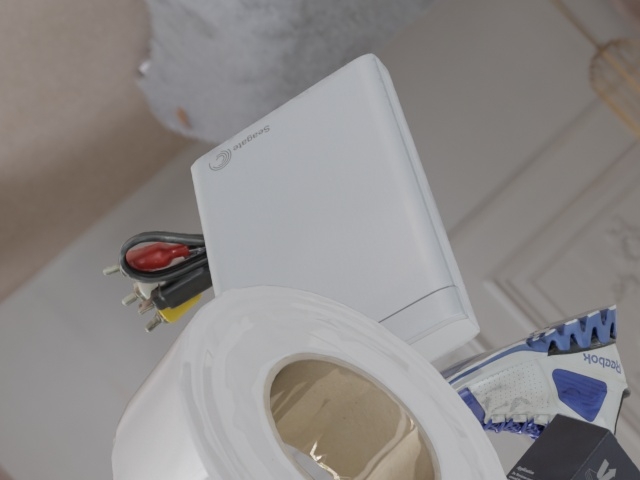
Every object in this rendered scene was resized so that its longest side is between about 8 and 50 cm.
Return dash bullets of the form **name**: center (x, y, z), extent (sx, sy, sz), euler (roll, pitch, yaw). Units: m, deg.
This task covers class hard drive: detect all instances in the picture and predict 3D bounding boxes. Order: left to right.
- **hard drive**: center (0.000, 0.000, 1.359), extent (0.233, 0.353, 0.047), euler (-31, 135, 16)

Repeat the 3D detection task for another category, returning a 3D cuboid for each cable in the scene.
- **cable**: center (-0.120, 0.003, 1.658), extent (0.287, 0.139, 0.072), euler (-29, -148, 8)

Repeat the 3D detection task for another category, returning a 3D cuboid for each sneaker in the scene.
- **sneaker**: center (0.275, 0.209, 1.774), extent (0.315, 0.182, 0.127), euler (-19, 175, -25)

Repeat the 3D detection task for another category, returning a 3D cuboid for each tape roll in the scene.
- **tape roll**: center (-0.001, 0.168, 1.012), extent (0.100, 0.286, 0.286), euler (-51, 169, 30)

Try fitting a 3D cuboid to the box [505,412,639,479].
- **box**: center (0.274, 0.299, 1.524), extent (0.158, 0.156, 0.093), euler (-47, -154, -17)
